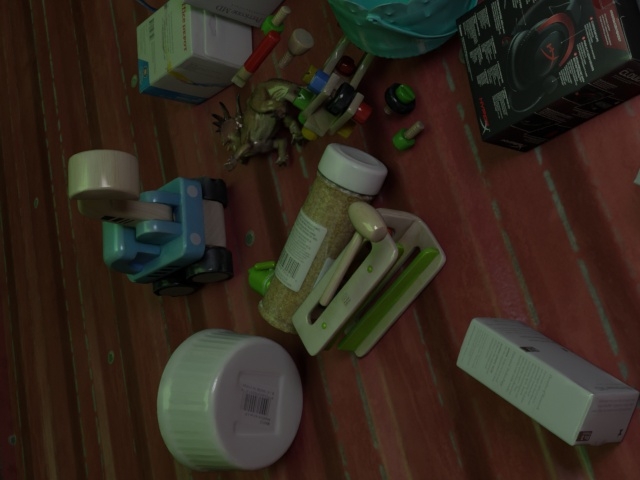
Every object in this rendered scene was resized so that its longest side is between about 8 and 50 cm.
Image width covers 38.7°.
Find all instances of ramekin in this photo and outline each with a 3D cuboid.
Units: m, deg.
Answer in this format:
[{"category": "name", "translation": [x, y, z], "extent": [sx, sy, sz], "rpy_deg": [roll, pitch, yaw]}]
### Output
[{"category": "ramekin", "translation": [-0.159, 0.304, 1.724], "extent": [0.135, 0.277, 0.277], "rpy_deg": [-5, 80, 41]}]

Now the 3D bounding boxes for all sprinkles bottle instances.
[{"category": "sprinkles bottle", "translation": [0.000, 0.000, 1.693], "extent": [0.121, 0.121, 0.355], "rpy_deg": [45, 118, 44]}]

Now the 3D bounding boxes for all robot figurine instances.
[{"category": "robot figurine", "translation": [-0.100, 0.084, 1.841], "extent": [0.115, 0.067, 0.101], "rpy_deg": [29, 134, 48]}]

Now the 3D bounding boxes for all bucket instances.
[{"category": "bucket", "translation": [0.126, -0.446, 1.486], "extent": [0.281, 0.183, 0.281], "rpy_deg": [-5, 69, 12]}]

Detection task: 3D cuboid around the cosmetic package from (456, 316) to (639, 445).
[{"category": "cosmetic package", "translation": [0.315, 0.194, 1.283], "extent": [0.231, 0.117, 0.085], "rpy_deg": [31, 109, 47]}]

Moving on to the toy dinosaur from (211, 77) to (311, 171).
[{"category": "toy dinosaur", "translation": [-0.125, -0.259, 1.895], "extent": [0.295, 0.127, 0.200], "rpy_deg": [-48, 43, 27]}]

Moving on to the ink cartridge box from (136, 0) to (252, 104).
[{"category": "ink cartridge box", "translation": [-0.287, -0.437, 2.075], "extent": [0.233, 0.168, 0.171], "rpy_deg": [-19, 70, 47]}]

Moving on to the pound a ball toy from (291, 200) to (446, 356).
[{"category": "pound a ball toy", "translation": [0.055, 0.052, 1.549], "extent": [0.319, 0.208, 0.135], "rpy_deg": [-54, 47, 31]}]

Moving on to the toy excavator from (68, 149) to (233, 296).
[{"category": "toy excavator", "translation": [-0.378, -0.041, 1.900], "extent": [0.433, 0.445, 0.222], "rpy_deg": [-24, 67, 46]}]

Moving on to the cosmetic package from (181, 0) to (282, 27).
[{"category": "cosmetic package", "translation": [-0.116, -0.634, 1.870], "extent": [0.385, 0.217, 0.156], "rpy_deg": [-42, 54, 40]}]

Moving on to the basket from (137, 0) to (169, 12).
[{"category": "basket", "translation": [-0.408, -0.718, 2.205], "extent": [0.289, 0.255, 0.201], "rpy_deg": [-47, 43, 23]}]

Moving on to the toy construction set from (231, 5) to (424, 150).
[{"category": "toy construction set", "translation": [-0.017, -0.268, 1.640], "extent": [0.237, 0.309, 0.257], "rpy_deg": [-40, 46, 45]}]

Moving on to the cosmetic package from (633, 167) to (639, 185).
[{"category": "cosmetic package", "translation": [0.504, -0.150, 1.124], "extent": [0.127, 0.107, 0.238], "rpy_deg": [31, 105, 45]}]

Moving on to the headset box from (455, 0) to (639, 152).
[{"category": "headset box", "translation": [0.354, -0.289, 1.320], "extent": [0.293, 0.110, 0.218], "rpy_deg": [-29, 62, 44]}]
